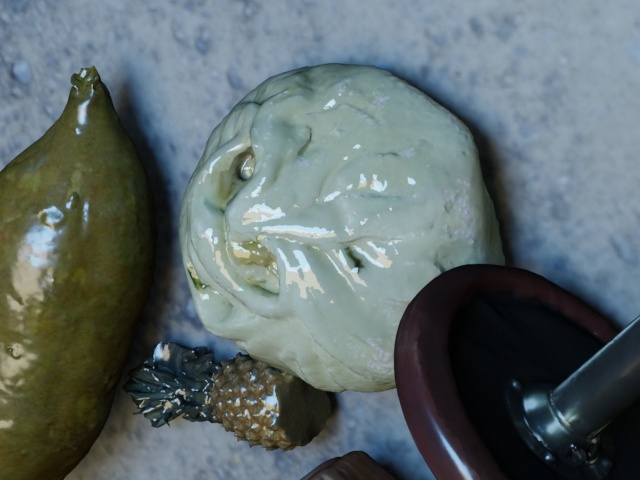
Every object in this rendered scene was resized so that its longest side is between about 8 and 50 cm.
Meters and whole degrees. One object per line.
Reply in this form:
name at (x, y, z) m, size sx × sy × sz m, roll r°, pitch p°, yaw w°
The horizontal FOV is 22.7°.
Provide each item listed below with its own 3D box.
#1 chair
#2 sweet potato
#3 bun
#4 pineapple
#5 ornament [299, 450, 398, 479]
chair at (0.200, 0.034, 0.817) m, size 0.226 × 0.226 × 0.401 m, roll 47°, pitch 125°, yaw 7°
sweet potato at (-0.196, 0.056, 1.123) m, size 0.158 × 0.158 × 0.370 m, roll 37°, pitch 119°, yaw 14°
bun at (0.000, 0.000, 0.991) m, size 0.231 × 0.133 × 0.231 m, roll 13°, pitch 115°, yaw 29°
pineapple at (-0.072, 0.108, 1.119) m, size 0.159 × 0.074 × 0.074 m, roll 2°, pitch 110°, yaw 38°
ornament at (0.044, 0.268, 1.042) m, size 0.217 × 0.221 × 0.235 m, roll 42°, pitch 84°, yaw 16°
